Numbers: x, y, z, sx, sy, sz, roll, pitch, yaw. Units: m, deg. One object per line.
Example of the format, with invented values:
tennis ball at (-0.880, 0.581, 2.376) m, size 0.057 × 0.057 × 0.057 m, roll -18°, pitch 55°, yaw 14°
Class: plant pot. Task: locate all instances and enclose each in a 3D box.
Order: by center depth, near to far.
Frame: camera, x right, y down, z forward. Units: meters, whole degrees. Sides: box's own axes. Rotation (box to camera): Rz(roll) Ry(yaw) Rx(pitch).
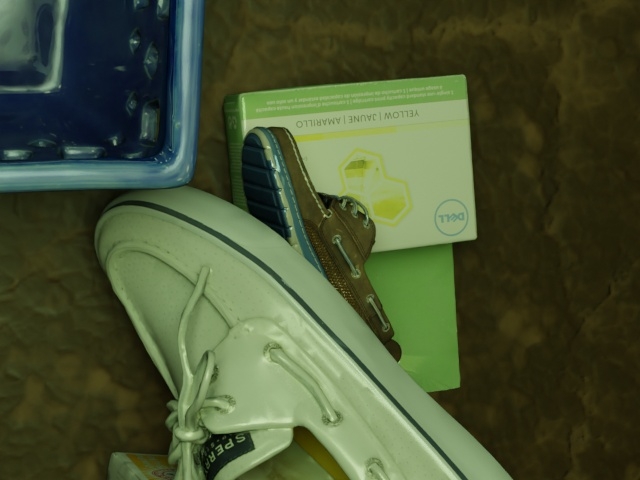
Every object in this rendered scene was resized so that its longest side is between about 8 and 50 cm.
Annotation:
plant pot at (-0.206, -0.150, 1.042) m, size 0.236 × 0.212 × 0.236 m, roll 0°, pitch 94°, yaw -18°

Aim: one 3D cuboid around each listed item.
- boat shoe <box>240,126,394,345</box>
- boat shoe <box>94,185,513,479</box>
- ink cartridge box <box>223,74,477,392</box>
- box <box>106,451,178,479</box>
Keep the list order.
boat shoe at (0.000, 0.000, 1.147) m, size 0.066 × 0.066 × 0.183 m, roll -25°, pitch 114°, yaw -19°
boat shoe at (-0.043, 0.119, 1.082) m, size 0.367 × 0.136 × 0.156 m, roll 45°, pitch 48°, yaw 13°
ink cartridge box at (0.026, 0.005, 1.214) m, size 0.171 × 0.056 × 0.235 m, roll -6°, pitch 95°, yaw -17°
box at (-0.043, 0.212, 1.179) m, size 0.203 × 0.114 × 0.103 m, roll 6°, pitch 93°, yaw -17°
